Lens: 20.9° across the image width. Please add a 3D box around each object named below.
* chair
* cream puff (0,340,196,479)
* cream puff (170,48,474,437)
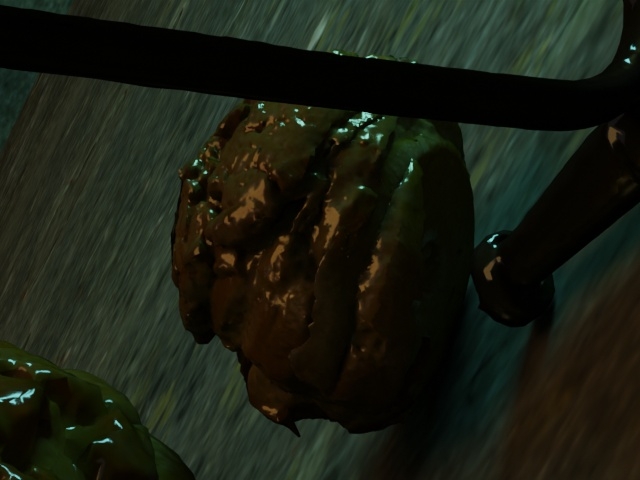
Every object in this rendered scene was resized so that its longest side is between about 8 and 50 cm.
[{"bbox_3d":[0.026,-0.222,0.355,0.410,0.362,0.364,-30,66,43],"label":"chair"},{"bbox_3d":[-0.170,0.184,0.547,0.343,0.231,0.327,-55,38,-7],"label":"cream puff"},{"bbox_3d":[0.000,0.000,0.596,0.119,0.104,0.133,-32,-57,-64],"label":"cream puff"}]
